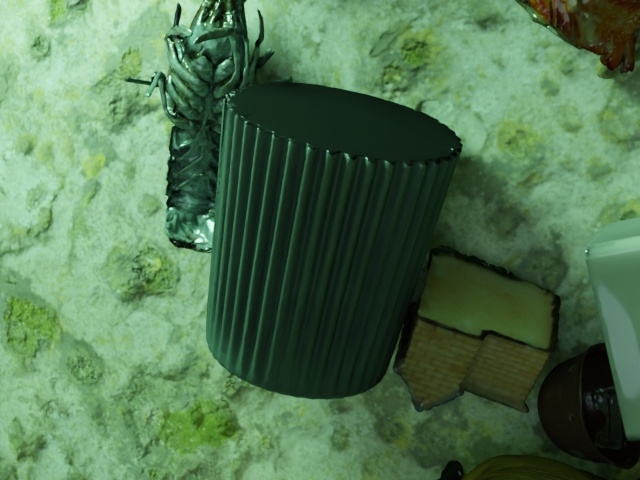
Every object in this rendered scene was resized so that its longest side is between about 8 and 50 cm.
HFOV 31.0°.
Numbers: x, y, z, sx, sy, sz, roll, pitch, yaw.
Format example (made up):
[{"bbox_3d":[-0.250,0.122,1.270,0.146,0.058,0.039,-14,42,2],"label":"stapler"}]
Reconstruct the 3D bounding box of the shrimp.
[{"bbox_3d":[-0.155,-0.186,1.555,0.222,0.166,0.410,6,122,-12],"label":"shrimp"}]

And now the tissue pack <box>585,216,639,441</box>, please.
[{"bbox_3d":[0.417,0.097,1.366,0.136,0.159,0.246,-11,98,27],"label":"tissue pack"}]

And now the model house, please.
[{"bbox_3d":[0.194,0.138,1.484,0.183,0.166,0.172,18,125,3],"label":"model house"}]

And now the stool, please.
[{"bbox_3d":[0.000,0.000,1.457,0.297,0.297,0.330,19,113,18],"label":"stool"}]

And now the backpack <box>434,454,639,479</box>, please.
[{"bbox_3d":[0.302,0.426,1.464,0.378,0.201,0.353,35,115,4],"label":"backpack"}]

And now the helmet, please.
[{"bbox_3d":[0.323,0.209,1.435,0.106,0.175,0.155,-12,71,36],"label":"helmet"}]

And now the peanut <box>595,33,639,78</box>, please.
[{"bbox_3d":[0.365,-0.224,1.380,0.083,0.037,0.037,-37,86,20],"label":"peanut"}]

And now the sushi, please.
[{"bbox_3d":[0.265,-0.332,1.345,0.332,0.130,0.124,49,118,18],"label":"sushi"}]
